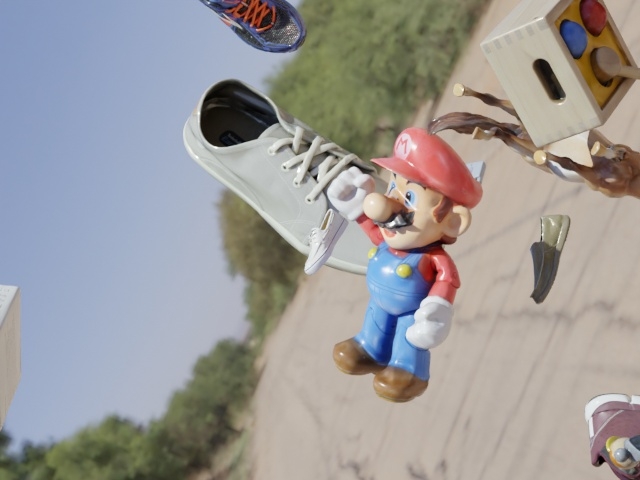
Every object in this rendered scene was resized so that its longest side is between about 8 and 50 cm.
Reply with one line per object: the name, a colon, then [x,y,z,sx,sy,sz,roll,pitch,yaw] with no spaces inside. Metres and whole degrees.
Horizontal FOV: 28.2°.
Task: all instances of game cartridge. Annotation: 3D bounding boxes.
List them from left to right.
game cartridge: [0.179,-0.079,1.687,0.083,0.017,0.056,-17,30,27]

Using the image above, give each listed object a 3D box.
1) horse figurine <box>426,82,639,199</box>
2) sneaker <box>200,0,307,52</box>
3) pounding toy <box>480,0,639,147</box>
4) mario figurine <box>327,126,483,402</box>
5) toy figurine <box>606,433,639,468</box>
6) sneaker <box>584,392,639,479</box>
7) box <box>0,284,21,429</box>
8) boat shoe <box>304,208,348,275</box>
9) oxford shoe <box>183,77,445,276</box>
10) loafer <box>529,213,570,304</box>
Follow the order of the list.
horse figurine: [0.227,-0.085,1.210,0.174,0.263,0.066,14,-79,-46]
sneaker: [-0.118,-0.328,1.744,0.083,0.221,0.087,-58,-1,8]
pounding toy: [0.240,-0.159,1.146,0.100,0.141,0.130,-19,19,42]
mario figurine: [0.078,0.022,1.507,0.170,0.198,0.321,-36,-42,-69]
toy figurine: [0.507,0.398,1.894,0.148,0.213,0.210,-43,20,56]
sneaker: [0.575,0.337,2.091,0.106,0.281,0.163,54,-143,-48]
box: [-0.518,0.152,1.767,0.119,0.180,0.182,-83,2,-53]
boat shoe: [0.000,0.000,1.595,0.035,0.035,0.100,-29,24,54]
oxford shoe: [-0.019,-0.092,1.836,0.169,0.449,0.130,-45,-22,-29]
loafer: [0.347,0.027,1.975,0.056,0.050,0.148,74,-147,-75]
